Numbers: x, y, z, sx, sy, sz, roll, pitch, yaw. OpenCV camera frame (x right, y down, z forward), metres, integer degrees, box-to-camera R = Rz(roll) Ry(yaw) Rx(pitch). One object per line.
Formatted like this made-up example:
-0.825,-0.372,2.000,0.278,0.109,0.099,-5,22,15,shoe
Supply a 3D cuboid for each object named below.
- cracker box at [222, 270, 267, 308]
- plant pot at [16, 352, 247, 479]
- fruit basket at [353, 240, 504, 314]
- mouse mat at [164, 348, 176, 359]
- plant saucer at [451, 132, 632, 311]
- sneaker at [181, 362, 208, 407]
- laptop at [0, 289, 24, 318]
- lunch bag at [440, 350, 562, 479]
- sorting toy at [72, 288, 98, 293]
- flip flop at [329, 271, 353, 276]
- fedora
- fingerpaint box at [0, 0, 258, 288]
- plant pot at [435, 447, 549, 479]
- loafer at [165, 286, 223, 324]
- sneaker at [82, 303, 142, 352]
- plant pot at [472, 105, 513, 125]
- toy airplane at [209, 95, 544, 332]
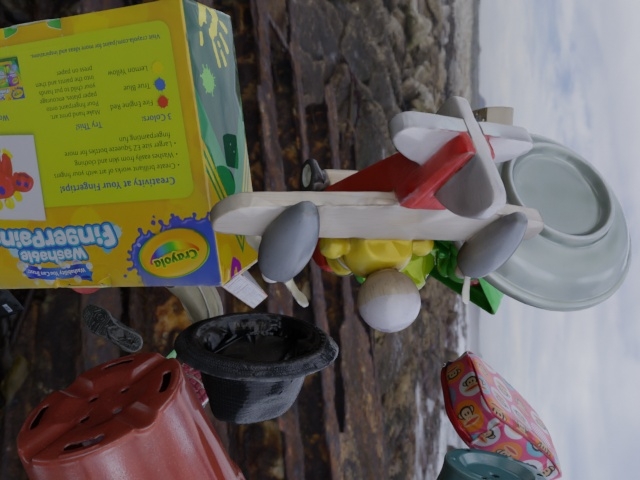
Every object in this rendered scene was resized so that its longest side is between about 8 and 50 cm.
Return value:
-0.263,0.101,1.556,0.156,0.067,0.232,47,-5,28,cracker box
-0.236,0.312,0.677,0.272,0.272,0.265,-60,139,-63,plant pot
0.269,0.044,1.333,0.283,0.392,0.392,56,31,-33,fruit basket
-0.484,0.411,1.549,0.152,0.007,0.190,-48,165,-54,mouse mat
0.421,-0.070,0.966,0.100,0.400,0.400,116,-17,-59,plant saucer
-0.368,0.432,1.376,0.299,0.121,0.112,-50,163,-4,sneaker
-0.780,0.081,1.022,0.136,0.264,0.234,-59,164,-33,laptop
0.404,0.392,1.186,0.293,0.120,0.258,43,21,-14,lunch bag
-0.691,0.090,1.763,0.365,0.126,0.127,-18,92,-43,sorting toy
0.000,0.000,1.348,0.277,0.112,0.080,54,21,-28,flip flop
-0.124,0.253,1.008,0.334,0.334,0.152,-26,123,-73,fedora
-0.338,-0.123,0.781,0.163,0.445,0.371,-43,128,-70,fingerpaint box
0.292,0.525,0.920,0.271,0.271,0.255,16,82,-74,plant pot
-0.306,0.105,1.197,0.092,0.102,0.268,-25,102,-47,loafer
-0.700,0.305,1.756,0.087,0.227,0.130,-58,-177,-22,sneaker
0.491,-0.340,1.533,0.096,0.109,0.109,7,86,-33,plant pot
0.106,-0.014,0.699,0.384,0.386,0.272,20,68,-70,toy airplane
